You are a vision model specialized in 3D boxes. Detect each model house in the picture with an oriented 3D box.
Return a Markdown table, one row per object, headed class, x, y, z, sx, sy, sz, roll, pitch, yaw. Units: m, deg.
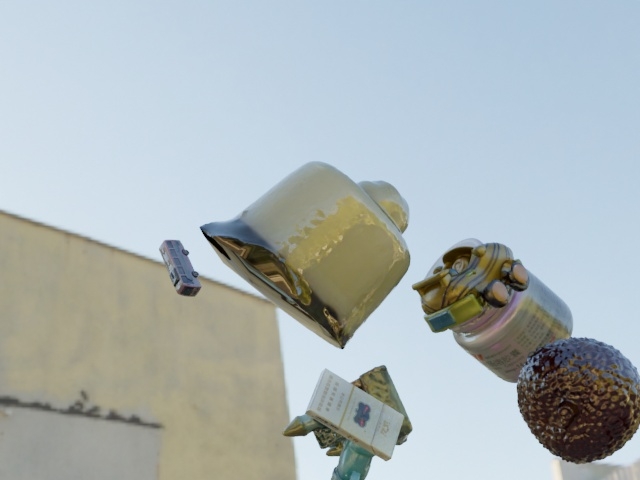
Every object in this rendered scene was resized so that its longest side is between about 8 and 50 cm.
| class | x | y | z | sx | sy | sz | roll | pitch | yaw |
| --- | --- | --- | --- | --- | --- | --- | --- | --- | --- |
| model house | 0.062 | 0.506 | 2.498 | 0.325 | 0.194 | 0.267 | -20 | -19 | -6 |

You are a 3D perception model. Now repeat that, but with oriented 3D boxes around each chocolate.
| class | x | y | z | sx | sy | sz | roll | pitch | yaw |
| --- | --- | --- | --- | --- | --- | --- | --- | --- | --- |
| chocolate | 0.000 | 0.000 | 1.679 | 0.326 | 0.297 | 0.314 | 33 | -12 | 15 |

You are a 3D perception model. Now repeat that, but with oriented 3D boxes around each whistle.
| class | x | y | z | sx | sy | sz | roll | pitch | yaw |
| --- | --- | --- | --- | --- | --- | --- | --- | --- | --- |
| whistle | 0.079 | 0.600 | 2.388 | 0.093 | 0.186 | 0.273 | 22 | -69 | 1 |

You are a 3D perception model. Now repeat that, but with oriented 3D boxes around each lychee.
| class | x | y | z | sx | sy | sz | roll | pitch | yaw |
| --- | --- | --- | --- | --- | --- | --- | --- | --- | --- |
| lychee | 0.525 | 0.314 | 1.845 | 0.261 | 0.260 | 0.260 | -4 | -28 | -2 |

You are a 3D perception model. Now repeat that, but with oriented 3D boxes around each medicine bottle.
| class | x | y | z | sx | sy | sz | roll | pitch | yaw |
| --- | --- | --- | --- | --- | --- | --- | --- | --- | --- |
| medicine bottle | 0.428 | 0.170 | 2.245 | 0.325 | 0.256 | 0.256 | 39 | -45 | -19 |

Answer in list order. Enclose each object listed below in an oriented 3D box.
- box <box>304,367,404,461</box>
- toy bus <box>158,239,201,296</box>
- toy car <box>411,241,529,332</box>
| class | x | y | z | sx | sy | sz | roll | pitch | yaw |
| --- | --- | --- | --- | --- | --- | --- | --- | --- | --- |
| box | 0.060 | 0.297 | 1.559 | 0.167 | 0.090 | 0.024 | 32 | -41 | -10 |
| toy bus | -0.285 | 0.054 | 1.852 | 0.052 | 0.130 | 0.037 | 5 | -46 | -41 |
| toy car | 0.297 | 0.082 | 1.858 | 0.248 | 0.142 | 0.200 | -31 | 0 | -44 |
